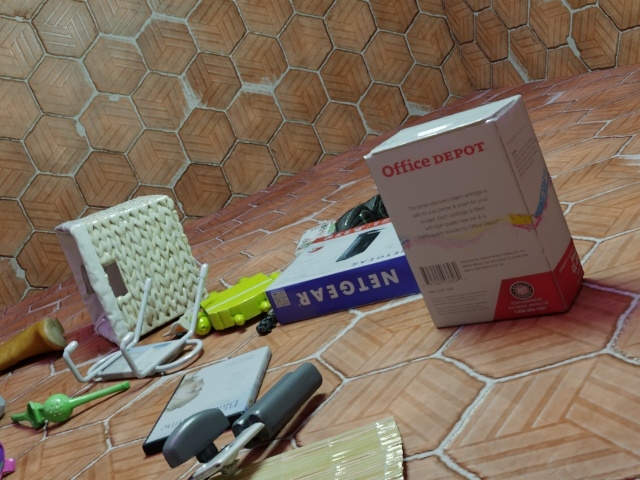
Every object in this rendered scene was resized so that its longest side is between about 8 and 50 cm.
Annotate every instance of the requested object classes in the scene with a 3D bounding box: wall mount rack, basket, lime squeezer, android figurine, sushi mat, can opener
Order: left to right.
[{"bbox_3d":[-0.551,0.339,1.498,0.310,0.059,0.110,-19,14,19],"label":"lime squeezer"},{"bbox_3d":[-0.506,0.067,1.937,0.266,0.328,0.331,-25,12,-26],"label":"basket"},{"bbox_3d":[-0.384,0.192,1.620,0.350,0.130,0.304,-13,19,37],"label":"wall mount rack"},{"bbox_3d":[-0.181,0.140,1.670,0.248,0.056,0.273,-26,13,-15],"label":"android figurine"},{"bbox_3d":[-0.093,0.240,1.010,0.074,0.093,0.280,-34,-4,35],"label":"can opener"},{"bbox_3d":[-0.048,0.300,0.880,0.316,0.019,0.151,-20,12,8],"label":"sushi mat"}]

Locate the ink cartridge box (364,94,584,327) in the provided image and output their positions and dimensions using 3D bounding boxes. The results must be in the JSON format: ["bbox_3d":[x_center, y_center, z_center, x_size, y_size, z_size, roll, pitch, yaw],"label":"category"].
[{"bbox_3d":[0.237,-0.037,1.111,0.226,0.306,0.131,-12,17,39],"label":"ink cartridge box"}]

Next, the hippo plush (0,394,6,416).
[{"bbox_3d":[-0.841,0.392,1.577,0.236,0.234,0.294,-42,59,-7],"label":"hippo plush"}]

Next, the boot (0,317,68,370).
[{"bbox_3d":[-0.823,0.305,2.038,0.211,0.104,0.295,-32,10,-15],"label":"boot"}]

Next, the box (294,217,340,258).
[{"bbox_3d":[0.000,0.000,1.972,0.114,0.036,0.207,-20,13,12],"label":"box"}]

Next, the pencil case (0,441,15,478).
[{"bbox_3d":[-0.673,0.421,1.295,0.236,0.104,0.104,-19,13,8],"label":"pencil case"}]

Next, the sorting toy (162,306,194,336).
[{"bbox_3d":[-0.333,0.203,1.718,0.075,0.045,0.083,-25,11,23],"label":"sorting toy"}]

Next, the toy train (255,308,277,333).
[{"bbox_3d":[-0.092,0.153,1.539,0.036,0.027,0.158,-28,9,32],"label":"toy train"}]

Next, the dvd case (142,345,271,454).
[{"bbox_3d":[-0.185,0.266,1.248,0.180,0.022,0.253,-20,13,10],"label":"dvd case"}]

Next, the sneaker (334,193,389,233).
[{"bbox_3d":[0.091,-0.032,1.846,0.130,0.109,0.286,-24,2,23],"label":"sneaker"}]

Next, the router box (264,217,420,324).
[{"bbox_3d":[0.095,0.043,1.533,0.335,0.082,0.301,-16,14,26],"label":"router box"}]
